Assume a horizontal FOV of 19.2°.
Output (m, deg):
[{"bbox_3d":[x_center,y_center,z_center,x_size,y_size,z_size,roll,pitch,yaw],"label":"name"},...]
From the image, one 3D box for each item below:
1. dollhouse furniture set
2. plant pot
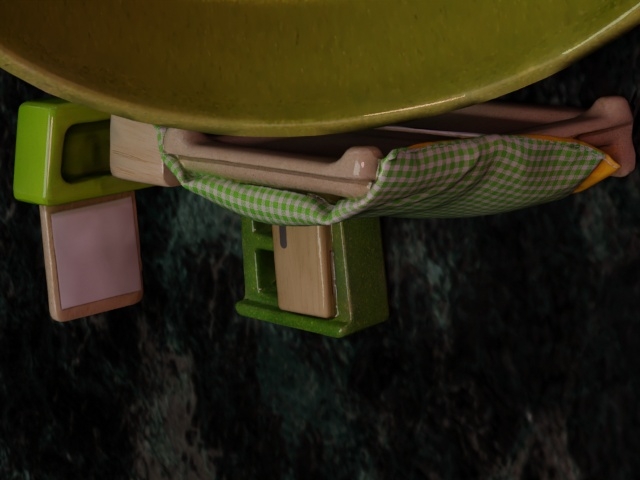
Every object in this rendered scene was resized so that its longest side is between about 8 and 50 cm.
[{"bbox_3d":[0.000,0.000,0.997,0.302,0.198,0.151,10,108,48],"label":"dollhouse furniture set"},{"bbox_3d":[-0.016,-0.295,0.797,0.366,0.367,0.353,-51,39,44],"label":"plant pot"}]
